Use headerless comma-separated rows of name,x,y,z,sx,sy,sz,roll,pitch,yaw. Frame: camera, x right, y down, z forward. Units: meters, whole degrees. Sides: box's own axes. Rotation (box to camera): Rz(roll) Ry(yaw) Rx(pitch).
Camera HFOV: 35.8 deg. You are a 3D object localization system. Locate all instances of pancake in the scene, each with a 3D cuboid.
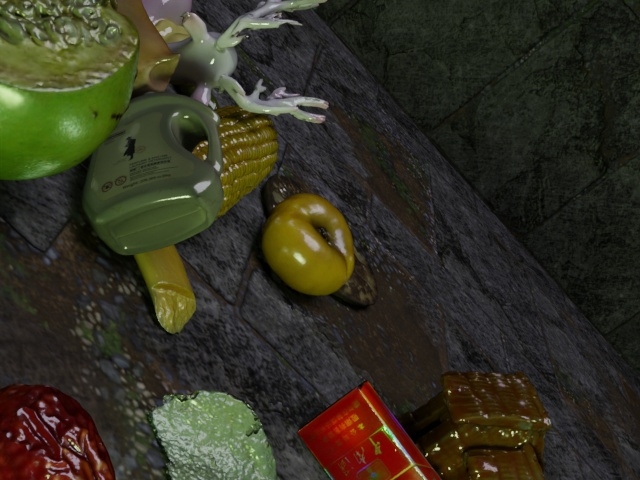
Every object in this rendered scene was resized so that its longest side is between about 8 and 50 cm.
pancake,0.000,0.000,1.806,0.288,0.033,0.286,28,28,-50

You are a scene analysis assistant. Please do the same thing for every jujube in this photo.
jujube,-0.218,0.199,0.797,0.112,0.109,0.176,-18,69,-34

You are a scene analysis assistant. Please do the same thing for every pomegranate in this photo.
pomegranate,-0.376,-0.186,1.033,0.359,0.216,0.309,-26,76,-40

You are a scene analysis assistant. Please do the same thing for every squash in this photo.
squash,-0.228,-0.277,1.759,0.052,0.052,0.183,19,38,-58

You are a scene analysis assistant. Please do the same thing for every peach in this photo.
peach,-0.016,0.009,1.606,0.179,0.103,0.179,33,43,-37

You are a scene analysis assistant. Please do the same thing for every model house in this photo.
model house,0.243,0.317,1.479,0.219,0.229,0.199,44,14,-17

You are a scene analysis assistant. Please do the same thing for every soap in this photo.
soap,-0.196,0.044,1.255,0.089,0.033,0.168,18,38,-54

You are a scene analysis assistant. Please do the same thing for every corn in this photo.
corn,-0.155,-0.118,1.488,0.144,0.144,0.387,50,18,-5

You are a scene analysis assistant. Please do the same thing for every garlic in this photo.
garlic,-0.302,-0.323,1.437,0.151,0.196,0.338,56,16,-55

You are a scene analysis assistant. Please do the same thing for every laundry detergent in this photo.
laundry detergent,-0.210,-0.105,1.257,0.253,0.181,0.091,-100,168,-45

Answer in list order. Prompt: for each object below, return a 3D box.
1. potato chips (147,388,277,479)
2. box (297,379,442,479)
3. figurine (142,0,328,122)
potato chips,-0.092,0.267,1.050,0.167,0.059,0.228,24,37,-43
box,0.065,0.286,1.295,0.175,0.112,0.048,52,18,7
figurine,-0.150,-0.310,1.532,0.284,0.206,0.316,-16,41,-36
